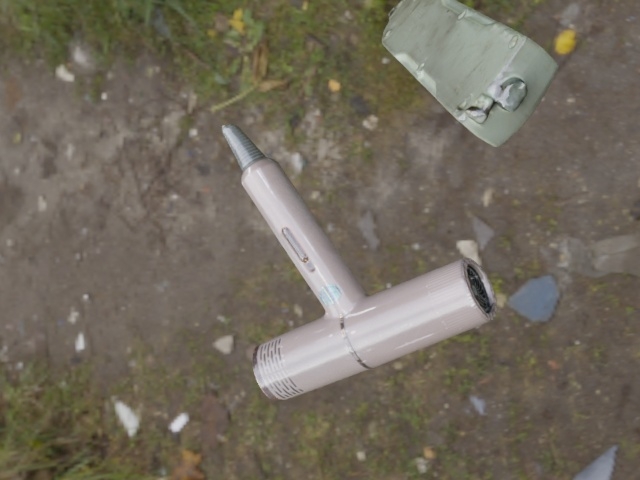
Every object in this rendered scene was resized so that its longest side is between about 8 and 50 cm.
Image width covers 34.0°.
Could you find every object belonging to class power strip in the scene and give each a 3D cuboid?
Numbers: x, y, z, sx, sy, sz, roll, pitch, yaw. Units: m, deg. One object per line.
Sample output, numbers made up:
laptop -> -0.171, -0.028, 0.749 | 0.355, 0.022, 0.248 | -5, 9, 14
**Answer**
power strip -> 0.113, -0.158, 0.889 | 0.080, 0.048, 0.286 | -50, 26, 10

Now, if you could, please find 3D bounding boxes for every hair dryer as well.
hair dryer -> 0.009, -0.007, 0.811 | 0.195, 0.054, 0.220 | -23, 84, 26
